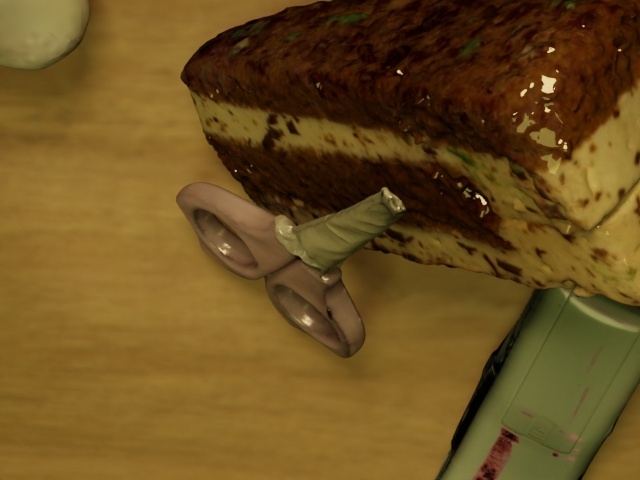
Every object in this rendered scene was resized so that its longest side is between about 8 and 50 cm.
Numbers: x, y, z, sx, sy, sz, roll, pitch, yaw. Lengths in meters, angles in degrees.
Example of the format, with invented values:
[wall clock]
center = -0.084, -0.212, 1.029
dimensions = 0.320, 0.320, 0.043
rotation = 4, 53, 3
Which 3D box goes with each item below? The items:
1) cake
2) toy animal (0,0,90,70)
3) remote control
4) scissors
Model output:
[cake]
center = 0.038, -0.034, 0.767
dimensions = 0.246, 0.135, 0.112
rotation = -10, 120, 28
[toy animal]
center = -0.249, -0.185, 0.739
dimensions = 0.241, 0.196, 0.368
rotation = -20, 111, 36
[remote control]
center = 0.101, 0.080, 0.887
dimensions = 0.065, 0.029, 0.166
rotation = 25, 129, 3
[scissors]
center = 0.000, 0.000, 0.815
dimensions = 0.110, 0.021, 0.212
rotation = 42, 160, -6
